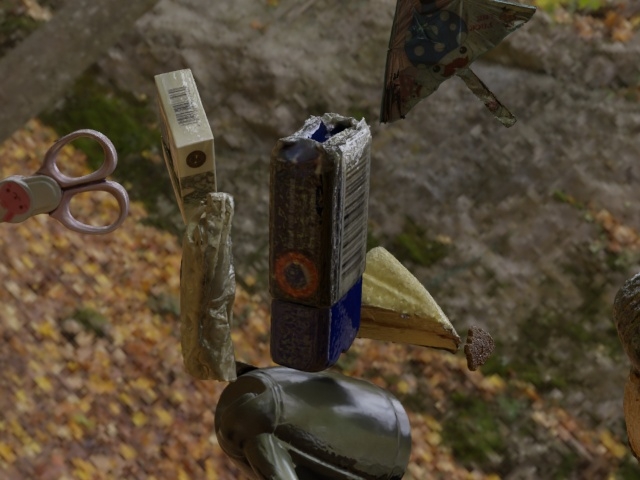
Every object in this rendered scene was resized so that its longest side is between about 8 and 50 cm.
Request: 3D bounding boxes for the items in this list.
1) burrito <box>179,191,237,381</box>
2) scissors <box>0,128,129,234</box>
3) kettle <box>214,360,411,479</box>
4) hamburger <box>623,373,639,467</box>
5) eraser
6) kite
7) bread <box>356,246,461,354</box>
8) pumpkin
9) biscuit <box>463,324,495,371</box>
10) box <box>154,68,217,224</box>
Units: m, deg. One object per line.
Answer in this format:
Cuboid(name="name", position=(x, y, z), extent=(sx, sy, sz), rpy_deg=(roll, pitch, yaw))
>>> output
Cuboid(name="burrito", position=(-0.121, 0.053, 1.280), extent=(0.063, 0.058, 0.229), rpy_deg=(30, -54, 51))
Cuboid(name="scissors", position=(-0.337, -0.045, 1.306), extent=(0.030, 0.242, 0.118), rpy_deg=(-82, 158, -74))
Cuboid(name="kettle", position=(-0.021, 0.341, 1.878), extent=(0.324, 0.228, 0.321), rpy_deg=(26, 30, -45))
Cuboid(name="hamburger", position=(0.650, 0.355, 2.179), extent=(0.286, 0.146, 0.243), rpy_deg=(78, 9, -59))
Cuboid(name="eraser", position=(0.000, 0.000, 1.576), extent=(0.102, 0.155, 0.332), rpy_deg=(12, -65, 20))
Cuboid(name="kite", position=(0.228, -0.310, 2.017), extent=(0.314, 0.335, 0.011), rpy_deg=(49, 12, -15))
Cuboid(name="bread", position=(0.125, 0.137, 1.863), extent=(0.178, 0.135, 0.240), rpy_deg=(45, -5, 23))
Cuboid(name="pumpkin", position=(0.605, 0.179, 2.004), extent=(0.260, 0.189, 0.260), rpy_deg=(34, 22, -16))
Cuboid(name="biscuit", position=(0.283, 0.189, 2.088), extent=(0.016, 0.092, 0.082), rpy_deg=(1, -84, 39))
Cuboid(name="box", position=(-0.242, -0.166, 2.123), extent=(0.256, 0.069, 0.164), rpy_deg=(95, -22, -59))
